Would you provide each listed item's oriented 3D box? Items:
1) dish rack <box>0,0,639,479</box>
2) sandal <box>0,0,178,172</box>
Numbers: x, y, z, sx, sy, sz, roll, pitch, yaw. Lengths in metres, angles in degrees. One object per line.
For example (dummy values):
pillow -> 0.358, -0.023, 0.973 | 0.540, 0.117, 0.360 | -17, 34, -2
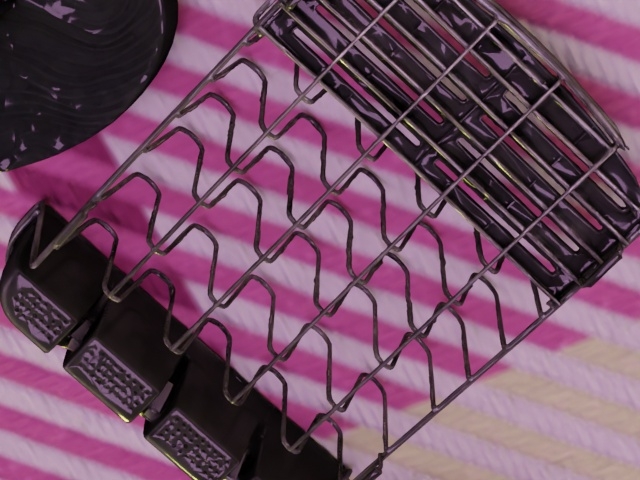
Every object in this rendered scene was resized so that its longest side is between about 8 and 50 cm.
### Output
dish rack -> 0.000, 0.000, 0.719 | 0.208, 0.074, 0.271 | 42, 110, -11
sandal -> -0.287, -0.126, 0.686 | 0.446, 0.107, 0.167 | 16, 114, 1
